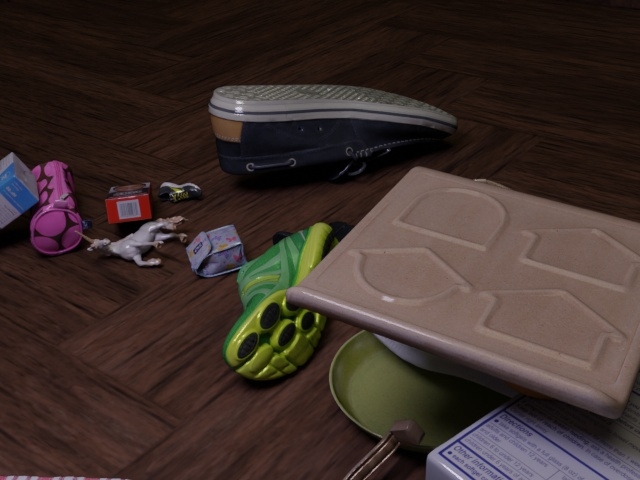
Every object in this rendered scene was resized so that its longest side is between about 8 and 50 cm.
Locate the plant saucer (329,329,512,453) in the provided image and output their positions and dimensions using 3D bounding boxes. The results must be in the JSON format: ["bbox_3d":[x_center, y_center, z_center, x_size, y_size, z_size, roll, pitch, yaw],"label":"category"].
[{"bbox_3d":[0.131,0.174,0.983,0.240,0.037,0.241,-2,29,1],"label":"plant saucer"}]

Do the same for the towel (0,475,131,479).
[{"bbox_3d":[-0.274,0.298,0.817,0.196,0.029,0.144,0,30,9],"label":"towel"}]

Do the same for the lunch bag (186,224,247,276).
[{"bbox_3d":[-0.161,0.017,1.263,0.083,0.053,0.071,-18,31,-8],"label":"lunch bag"}]

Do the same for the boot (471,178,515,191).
[{"bbox_3d":[0.196,-0.034,1.186,0.261,0.095,0.203,18,-5,24],"label":"boot"}]

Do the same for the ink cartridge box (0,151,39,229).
[{"bbox_3d":[-0.545,-0.051,1.324,0.180,0.060,0.104,-37,35,-1],"label":"ink cartridge box"}]

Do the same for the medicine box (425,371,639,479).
[{"bbox_3d":[0.284,0.247,0.734,0.289,0.149,0.263,-23,35,-31],"label":"medicine box"}]

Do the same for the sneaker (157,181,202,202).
[{"bbox_3d":[-0.250,-0.081,1.464,0.083,0.031,0.035,3,44,18],"label":"sneaker"}]

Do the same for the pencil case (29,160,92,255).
[{"bbox_3d":[-0.442,-0.062,1.374,0.095,0.098,0.209,-6,29,-21],"label":"pencil case"}]

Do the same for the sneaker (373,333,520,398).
[{"bbox_3d":[0.219,0.069,1.007,0.236,0.130,0.322,-22,33,-40],"label":"sneaker"}]

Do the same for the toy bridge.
[{"bbox_3d":[0.041,0.255,0.828,0.063,0.026,0.188,-22,23,51],"label":"toy bridge"}]

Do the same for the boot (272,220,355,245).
[{"bbox_3d":[0.000,-0.001,1.286,0.121,0.045,0.099,22,40,24],"label":"boot"}]

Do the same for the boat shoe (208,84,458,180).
[{"bbox_3d":[0.030,-0.198,1.526,0.499,0.156,0.187,-5,23,-28],"label":"boat shoe"}]

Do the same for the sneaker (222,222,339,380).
[{"bbox_3d":[-0.059,0.087,1.110,0.123,0.110,0.295,-14,25,29],"label":"sneaker"}]

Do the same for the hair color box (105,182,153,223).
[{"bbox_3d":[-0.319,-0.064,1.384,0.071,0.043,0.141,-8,12,-9],"label":"hair color box"}]

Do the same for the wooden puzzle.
[{"bbox_3d":[0.181,0.044,0.857,0.322,0.081,0.348,18,33,24],"label":"wooden puzzle"}]

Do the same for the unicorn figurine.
[{"bbox_3d":[-0.287,0.002,1.302,0.111,0.060,0.162,7,16,27],"label":"unicorn figurine"}]
